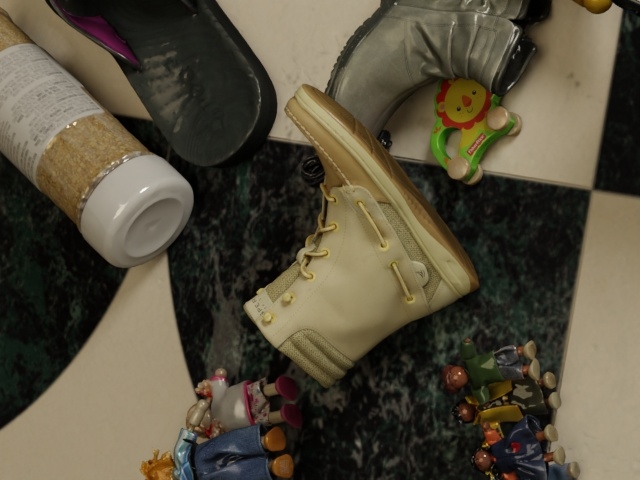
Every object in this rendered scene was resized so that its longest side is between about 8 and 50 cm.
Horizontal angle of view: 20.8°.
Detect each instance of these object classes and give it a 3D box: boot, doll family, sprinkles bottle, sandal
[{"bbox_3d":[0.111,-0.170,1.675,0.161,0.083,0.246,25,88,31],"label":"boot"},{"bbox_3d":[0.174,0.184,1.636,0.111,0.076,0.193,-17,81,25],"label":"doll family"},{"bbox_3d":[0.000,0.000,1.661,0.203,0.095,0.262,-36,111,11],"label":"boot"},{"bbox_3d":[-0.292,-0.121,1.915,0.355,0.121,0.121,43,109,27],"label":"sprinkles bottle"},{"bbox_3d":[-0.209,-0.265,1.881,0.167,0.107,0.446,-50,64,19],"label":"sandal"},{"bbox_3d":[-0.101,0.258,1.774,0.163,0.118,0.262,-17,78,30],"label":"doll family"}]

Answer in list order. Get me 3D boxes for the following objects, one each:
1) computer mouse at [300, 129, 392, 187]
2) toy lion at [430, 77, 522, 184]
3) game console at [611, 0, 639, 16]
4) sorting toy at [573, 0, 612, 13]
[{"bbox_3d":[0.036,-0.010,1.751,0.106,0.042,0.193,-15,79,29],"label":"computer mouse"},{"bbox_3d":[0.142,-0.119,1.700,0.100,0.034,0.096,-52,56,16],"label":"toy lion"},{"bbox_3d":[0.408,-0.266,1.366,0.293,0.173,0.250,27,66,14],"label":"game console"},{"bbox_3d":[0.317,-0.324,1.526,0.365,0.127,0.126,-38,59,29],"label":"sorting toy"}]
